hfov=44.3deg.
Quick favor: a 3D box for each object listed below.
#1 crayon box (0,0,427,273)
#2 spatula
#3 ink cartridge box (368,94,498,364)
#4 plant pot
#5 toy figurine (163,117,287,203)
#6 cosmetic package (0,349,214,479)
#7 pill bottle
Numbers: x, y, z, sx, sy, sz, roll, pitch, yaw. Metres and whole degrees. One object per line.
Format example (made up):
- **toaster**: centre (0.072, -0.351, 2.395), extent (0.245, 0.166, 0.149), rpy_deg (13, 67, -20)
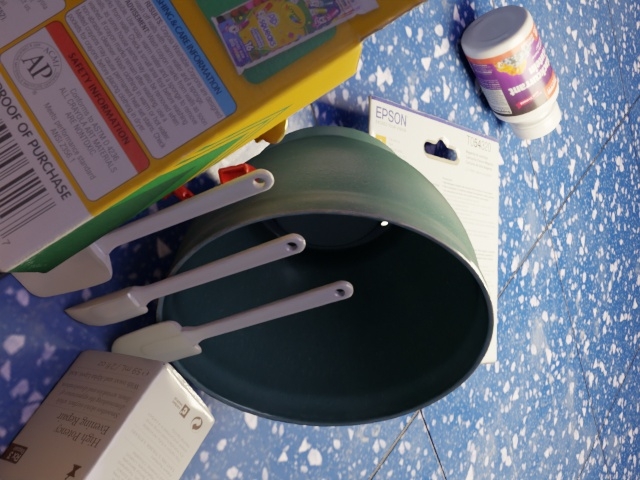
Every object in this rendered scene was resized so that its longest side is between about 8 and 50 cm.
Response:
- **crayon box**: centre (-0.117, -0.147, 0.531), extent (0.323, 0.083, 0.203), rpy_deg (-33, 88, -2)
- **spatula**: centre (-0.111, 0.032, 0.624), extent (0.168, 0.242, 0.019), rpy_deg (56, 27, -32)
- **ink cartridge box**: centre (0.134, 0.005, 1.041), extent (0.324, 0.071, 0.330), rpy_deg (7, 82, -49)
- **plant pot**: centre (0.007, 0.014, 0.754), extent (0.293, 0.293, 0.196), rpy_deg (52, 27, -37)
- **toy figurine**: centre (-0.138, -0.199, 0.693), extent (0.217, 0.191, 0.363), rpy_deg (11, 63, -84)
- **cosmetic package**: centre (-0.197, 0.202, 0.608), extent (0.085, 0.117, 0.231), rpy_deg (58, 48, -32)
- **pill bottle**: centre (0.299, -0.250, 1.203), extent (0.193, 0.108, 0.108), rpy_deg (52, 53, -37)
